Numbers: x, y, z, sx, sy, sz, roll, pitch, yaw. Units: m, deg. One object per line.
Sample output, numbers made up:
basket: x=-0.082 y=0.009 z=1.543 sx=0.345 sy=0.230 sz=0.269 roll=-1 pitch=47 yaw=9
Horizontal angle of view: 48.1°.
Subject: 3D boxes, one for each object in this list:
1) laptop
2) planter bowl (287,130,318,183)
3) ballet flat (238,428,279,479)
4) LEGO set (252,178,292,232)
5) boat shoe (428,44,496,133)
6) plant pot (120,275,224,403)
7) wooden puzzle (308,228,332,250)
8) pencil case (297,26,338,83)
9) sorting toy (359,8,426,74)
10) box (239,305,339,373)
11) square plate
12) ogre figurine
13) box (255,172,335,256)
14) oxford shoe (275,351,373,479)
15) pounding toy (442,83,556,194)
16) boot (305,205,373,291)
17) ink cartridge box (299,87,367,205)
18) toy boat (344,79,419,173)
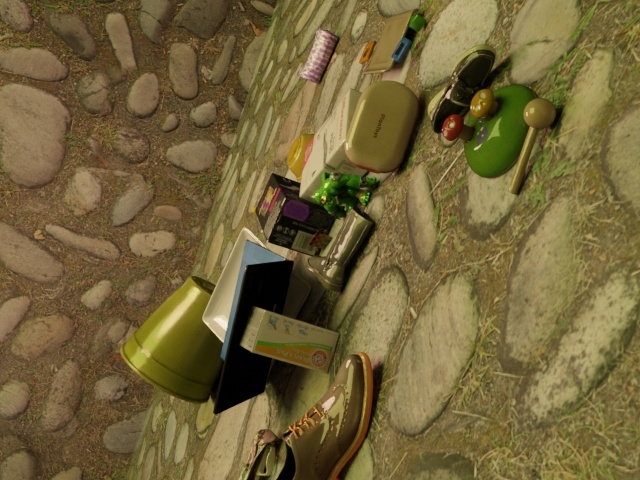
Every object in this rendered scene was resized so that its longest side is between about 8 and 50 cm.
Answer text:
laptop: x=-0.237 y=0.212 z=1.952 sx=0.408 sy=0.236 sz=0.381 roll=-4 pitch=-72 yaw=-68
planter bowl: x=-0.051 y=-0.283 z=2.381 sx=0.217 sy=0.090 sz=0.217 roll=-55 pitch=23 yaw=37
ballet flat: x=-0.160 y=0.596 z=1.832 sx=0.079 sy=0.077 sz=0.221 roll=11 pitch=80 yaw=51
LEGO set: x=-0.188 y=-0.122 z=2.588 sx=0.087 sy=0.093 sz=0.227 roll=-17 pitch=56 yaw=67
boat shoe: x=0.293 y=-0.304 z=1.480 sx=0.223 sy=0.080 sz=0.073 roll=126 pitch=150 yaw=-52
plant pot: x=-0.463 y=0.329 z=2.568 sx=0.353 sy=0.366 sz=0.366 roll=-57 pitch=20 yaw=2
wooden puzzle: x=0.000 y=0.000 z=2.012 sx=0.083 sy=0.049 sz=0.006 roll=-55 pitch=25 yaw=35
pencil case: x=-0.008 y=-0.691 z=2.680 sx=0.086 sy=0.088 sz=0.206 roll=-128 pitch=59 yaw=-71
sorting toy: x=0.204 y=-0.551 z=2.019 sx=0.196 sy=0.047 sz=0.348 roll=-64 pitch=19 yaw=3
box: x=-0.074 y=0.240 z=1.736 sx=0.114 sy=0.203 sz=0.103 roll=3 pitch=74 yaw=68
square plate: x=-0.190 y=0.190 z=2.150 sx=0.344 sy=0.049 sz=0.347 roll=39 pitch=111 yaw=37
ogre figurine: x=0.053 y=-0.124 z=1.887 sx=0.197 sy=0.118 sz=0.096 roll=-16 pitch=56 yaw=68
box: x=-0.081 y=-0.079 z=2.138 sx=0.143 sy=0.165 sz=0.270 roll=-65 pitch=19 yaw=15
oxford shoe: x=0.003 y=0.394 z=1.473 sx=0.363 sy=0.133 sz=0.130 roll=-70 pitch=18 yaw=0
pounding toy: x=0.302 y=-0.207 z=1.295 sx=0.183 sy=0.110 sz=0.237 roll=-65 pitch=19 yaw=16
boot: x=0.047 y=0.007 z=1.838 sx=0.190 sy=0.076 sz=0.208 roll=39 pitch=116 yaw=55
ink cartridge box: x=0.059 y=-0.253 z=1.999 sx=0.283 sy=0.117 sz=0.207 roll=-48 pitch=28 yaw=48
toy boat: x=0.156 y=-0.274 z=1.771 sx=0.151 sy=0.151 sz=0.231 roll=28 pitch=-98 yaw=-80
